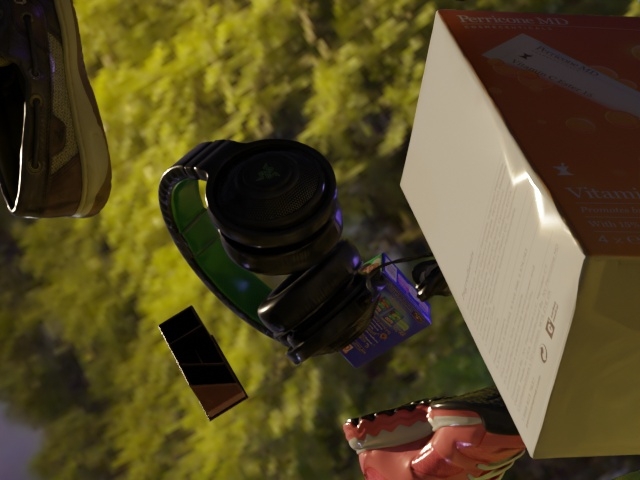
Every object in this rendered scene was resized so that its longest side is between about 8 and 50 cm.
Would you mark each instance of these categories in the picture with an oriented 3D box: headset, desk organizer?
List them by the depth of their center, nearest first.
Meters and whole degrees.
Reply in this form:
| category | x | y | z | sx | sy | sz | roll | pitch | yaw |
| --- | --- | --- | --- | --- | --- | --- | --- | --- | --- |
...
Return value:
| category | x | y | z | sx | sy | sz | roll | pitch | yaw |
| --- | --- | --- | --- | --- | --- | --- | --- | --- | --- |
| headset | 0.000 | 0.000 | 1.581 | 0.185 | 0.394 | 0.243 | -43 | -57 | -26 |
| desk organizer | -0.123 | 0.124 | 1.610 | 0.047 | 0.130 | 0.050 | -31 | -57 | -5 |

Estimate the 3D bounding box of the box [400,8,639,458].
| category | x | y | z | sx | sy | sz | roll | pitch | yaw |
| --- | --- | --- | --- | --- | --- | --- | --- | --- | --- |
| box | 0.214 | -0.018 | 1.147 | 0.215 | 0.345 | 0.168 | 0 | -56 | -15 |

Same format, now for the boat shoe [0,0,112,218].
| category | x | y | z | sx | sy | sz | roll | pitch | yaw |
| --- | --- | --- | --- | --- | --- | --- | --- | --- | --- |
| boat shoe | -0.203 | -0.118 | 1.035 | 0.073 | 0.224 | 0.080 | -10 | -15 | -42 |

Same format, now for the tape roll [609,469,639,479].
| category | x | y | z | sx | sy | sz | roll | pitch | yaw |
| --- | --- | --- | --- | --- | --- | --- | --- | --- | --- |
| tape roll | 0.323 | 0.367 | 1.391 | 0.077 | 0.321 | 0.321 | -20 | -25 | -53 |

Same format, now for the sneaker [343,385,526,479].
| category | x | y | z | sx | sy | sz | roll | pitch | yaw |
| --- | --- | --- | --- | --- | --- | --- | --- | --- | --- |
| sneaker | 0.148 | 0.223 | 1.583 | 0.115 | 0.136 | 0.314 | -11 | -5 | -33 |

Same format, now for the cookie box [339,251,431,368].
| category | x | y | z | sx | sy | sz | roll | pitch | yaw |
| --- | --- | --- | --- | --- | --- | --- | --- | --- | --- |
| cookie box | 0.054 | 0.079 | 1.735 | 0.107 | 0.040 | 0.092 | -32 | -64 | 22 |

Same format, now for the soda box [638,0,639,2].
| category | x | y | z | sx | sy | sz | roll | pitch | yaw |
| --- | --- | --- | --- | --- | --- | --- | --- | --- | --- |
| soda box | 0.412 | -0.326 | 1.875 | 0.067 | 0.210 | 0.071 | 38 | -68 | -20 |
